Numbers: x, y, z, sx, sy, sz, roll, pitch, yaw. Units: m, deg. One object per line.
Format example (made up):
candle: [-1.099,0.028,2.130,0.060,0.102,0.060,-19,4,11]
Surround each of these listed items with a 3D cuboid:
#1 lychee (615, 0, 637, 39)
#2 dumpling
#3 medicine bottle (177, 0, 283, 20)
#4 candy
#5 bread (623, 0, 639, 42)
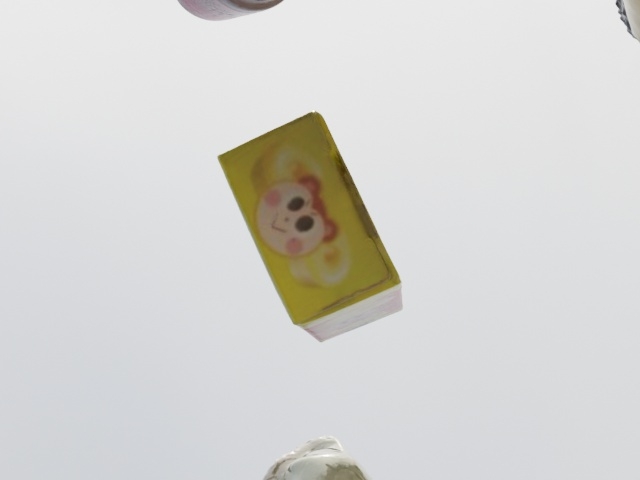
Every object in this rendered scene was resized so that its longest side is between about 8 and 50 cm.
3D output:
lychee: [0.613,-0.398,1.992,0.300,0.300,0.300,7,-99,-47]
dumpling: [0.004,0.322,1.526,0.151,0.229,0.124,-17,-55,-22]
medicine bottle: [-0.101,-0.363,1.661,0.147,0.247,0.147,-2,-85,-26]
candy: [0.000,0.000,1.035,0.276,0.088,0.146,65,-179,-83]
bread: [0.374,-0.341,0.989,0.361,0.250,0.394,-64,-25,-11]
